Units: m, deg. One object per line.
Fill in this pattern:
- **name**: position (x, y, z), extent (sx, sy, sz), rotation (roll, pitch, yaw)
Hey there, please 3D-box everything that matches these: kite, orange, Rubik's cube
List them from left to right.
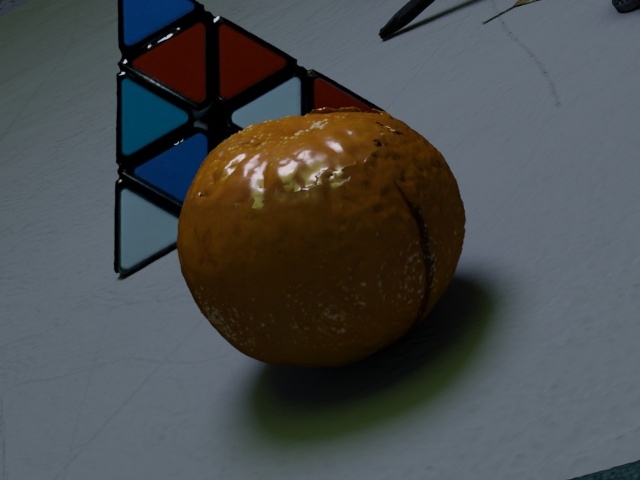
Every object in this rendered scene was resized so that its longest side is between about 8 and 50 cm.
- **Rubik's cube**: position (-0.057, -0.141, 1.334), extent (0.234, 0.250, 0.284), rotation (0, 25, 14)
- **orange**: position (0.000, 0.000, 0.955), extent (0.193, 0.161, 0.193), rotation (-18, 20, 7)
- **kite**: position (0.196, -0.237, 1.439), extent (0.078, 0.002, 0.044), rotation (-21, 23, 17)

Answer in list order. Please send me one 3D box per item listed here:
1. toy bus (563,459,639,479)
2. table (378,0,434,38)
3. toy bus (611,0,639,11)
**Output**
- **toy bus**: position (0.166, 0.142, 0.445), extent (0.275, 0.167, 0.138), rotation (-18, 24, 21)
- **table**: position (0.144, -0.368, 1.527), extent (0.249, 0.317, 0.317), rotation (-29, 18, 35)
- **toy bus**: position (0.295, -0.240, 1.215), extent (0.088, 0.083, 0.194), rotation (-41, 24, -5)
